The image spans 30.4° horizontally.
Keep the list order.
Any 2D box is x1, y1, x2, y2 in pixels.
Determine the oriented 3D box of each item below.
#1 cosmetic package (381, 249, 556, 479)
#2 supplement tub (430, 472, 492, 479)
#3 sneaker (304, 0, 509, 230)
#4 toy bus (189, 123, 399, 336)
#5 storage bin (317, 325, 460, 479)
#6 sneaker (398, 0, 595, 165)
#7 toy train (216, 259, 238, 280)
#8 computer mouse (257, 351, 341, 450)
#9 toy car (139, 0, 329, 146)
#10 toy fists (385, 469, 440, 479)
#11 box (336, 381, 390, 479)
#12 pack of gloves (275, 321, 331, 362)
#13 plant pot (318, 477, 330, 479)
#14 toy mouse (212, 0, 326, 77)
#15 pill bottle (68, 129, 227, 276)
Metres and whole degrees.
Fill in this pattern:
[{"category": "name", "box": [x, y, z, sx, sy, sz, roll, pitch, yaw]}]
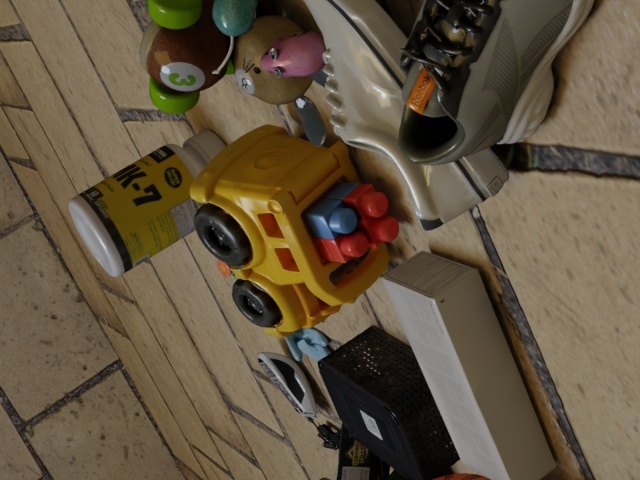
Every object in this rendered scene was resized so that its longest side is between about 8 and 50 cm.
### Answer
[{"category": "cosmetic package", "box": [0.149, 0.130, 1.164, 0.099, 0.060, 0.239, 25, 143, 61]}, {"category": "supplement tub", "box": [0.193, 0.424, 1.246, 0.338, 0.207, 0.207, 60, 162, -21]}, {"category": "sneaker", "box": [0.042, -0.123, 0.956, 0.258, 0.091, 0.094, 53, -175, 13]}, {"category": "toy bus", "box": [0.000, 0.000, 1.245, 0.211, 0.149, 0.220, 10, 133, 45]}, {"category": "storage bin", "box": [0.087, 0.191, 1.378, 0.180, 0.084, 0.122, 28, 145, 57]}, {"category": "sneaker", "box": [0.107, -0.140, 0.782, 0.100, 0.108, 0.271, 50, 158, 27]}, {"category": "toy train", "box": [-0.094, 0.038, 1.597, 0.125, 0.046, 0.166, 64, 152, 13]}, {"category": "computer mouse", "box": [-0.023, 0.237, 1.791, 0.193, 0.042, 0.106, 53, 166, -3]}, {"category": "toy car", "box": [-0.064, -0.169, 1.132, 0.188, 0.149, 0.155, 39, 151, 17]}, {"category": "toy fists", "box": [0.160, 0.414, 1.525, 0.142, 0.096, 0.279, 36, 150, 46]}, {"category": "box", "box": [0.057, 0.316, 1.541, 0.220, 0.051, 0.175, 82, -168, -49]}, {"category": "pack of gloves", "box": [-0.064, 0.093, 1.659, 0.232, 0.046, 0.195, 32, 149, 52]}, {"category": "plant pot", "box": [-0.038, 0.601, 1.998, 0.275, 0.293, 0.275, 49, 159, 25]}, {"category": "toy mouse", "box": [-0.045, -0.189, 1.038, 0.161, 0.143, 0.031, 52, -164, -12]}, {"category": "pill bottle", "box": [-0.212, -0.053, 1.544, 0.119, 0.208, 0.119, 48, 159, 25]}]
